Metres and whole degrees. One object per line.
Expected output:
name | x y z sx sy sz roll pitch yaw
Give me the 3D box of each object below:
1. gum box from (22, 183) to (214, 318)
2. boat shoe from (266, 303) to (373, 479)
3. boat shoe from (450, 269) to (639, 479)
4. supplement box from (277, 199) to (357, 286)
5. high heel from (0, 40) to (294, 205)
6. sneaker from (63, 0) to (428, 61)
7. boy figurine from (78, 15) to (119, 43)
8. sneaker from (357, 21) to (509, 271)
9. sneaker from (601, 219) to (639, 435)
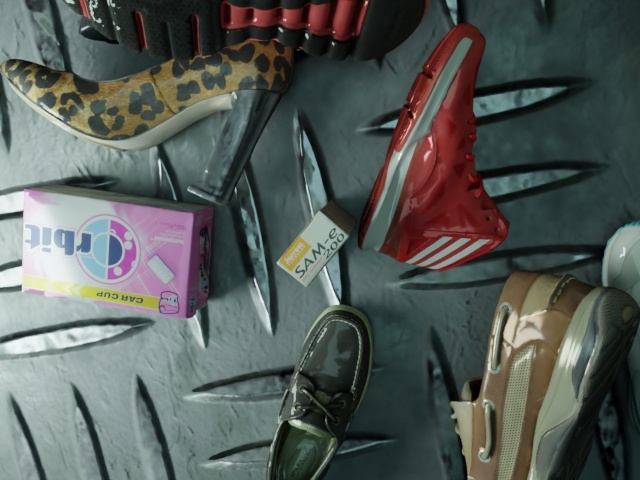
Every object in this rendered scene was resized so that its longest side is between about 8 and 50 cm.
gum box | -0.201 0.009 0.598 0.188 0.062 0.107 8 101 7
boat shoe | -0.002 0.177 0.593 0.080 0.073 0.224 20 102 4
boat shoe | 0.189 0.174 0.556 0.116 0.123 0.325 27 115 37
supplement box | 0.000 0.000 0.549 0.036 0.098 0.062 39 103 0
high heel | -0.161 -0.170 0.556 0.261 0.093 0.186 26 95 1
sneaker | -0.071 -0.235 0.489 0.313 0.116 0.136 2 62 -14
boy figurine | -0.215 -0.331 0.529 0.177 0.092 0.286 -16 96 11
sneaker | 0.128 -0.073 0.538 0.127 0.087 0.221 21 114 -4
sneaker | 0.317 0.092 0.523 0.087 0.092 0.229 -13 96 12
